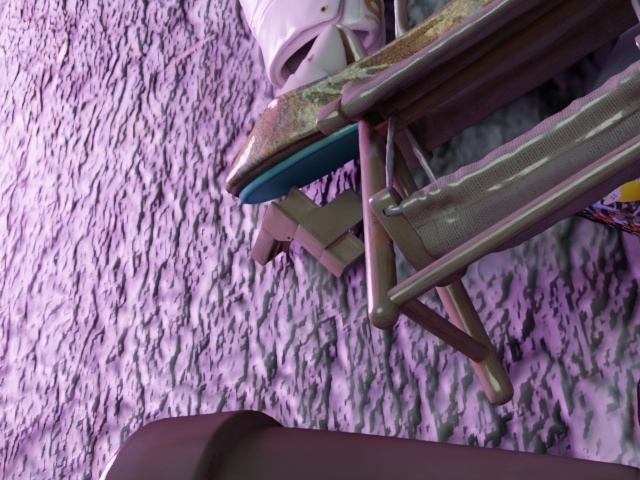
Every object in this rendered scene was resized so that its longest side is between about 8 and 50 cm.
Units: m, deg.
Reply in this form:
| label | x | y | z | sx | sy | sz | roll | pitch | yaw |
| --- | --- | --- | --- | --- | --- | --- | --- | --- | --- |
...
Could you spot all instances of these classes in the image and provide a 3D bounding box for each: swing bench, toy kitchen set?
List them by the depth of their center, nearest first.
| label | x | y | z | sx | sy | sz | roll | pitch | yaw |
| --- | --- | --- | --- | --- | --- | --- | --- | --- | --- |
| swing bench | 0.148 | -0.074 | 0.809 | 0.253 | 0.165 | 0.255 | -33 | 47 | 21 |
| toy kitchen set | 0.000 | 0.000 | 1.046 | 0.083 | 0.075 | 0.068 | 41 | 50 | 14 |

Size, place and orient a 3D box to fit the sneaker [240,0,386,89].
| label | x | y | z | sx | sy | sz | roll | pitch | yaw |
| --- | --- | --- | --- | --- | --- | --- | --- | --- | --- |
| sneaker | 0.052 | -0.254 | 1.112 | 0.292 | 0.108 | 0.169 | -39 | 47 | 26 |

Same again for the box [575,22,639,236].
| label | x | y | z | sx | sy | sz | roll | pitch | yaw |
| --- | --- | --- | --- | --- | --- | --- | --- | --- | --- |
| box | 0.277 | -0.108 | 0.874 | 0.159 | 0.044 | 0.233 | 24 | 80 | 45 |

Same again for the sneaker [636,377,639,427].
| label | x | y | z | sx | sy | sz | roll | pitch | yaw |
| --- | --- | --- | --- | --- | --- | --- | --- | --- | --- |
| sneaker | 0.295 | 0.029 | 0.683 | 0.283 | 0.124 | 0.107 | -53 | 41 | 16 |

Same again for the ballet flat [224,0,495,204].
| label | x | y | z | sx | sy | sz | roll | pitch | yaw |
| --- | --- | --- | --- | --- | --- | --- | --- | --- | --- |
| ballet flat | 0.062 | -0.144 | 1.010 | 0.348 | 0.123 | 0.123 | -24 | 51 | 20 |

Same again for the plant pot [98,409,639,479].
| label | x | y | z | sx | sy | sz | roll | pitch | yaw |
| --- | --- | --- | --- | --- | --- | --- | --- | --- | --- |
| plant pot | 0.056 | 0.239 | 0.687 | 0.280 | 0.323 | 0.323 | -11 | 56 | 13 |
